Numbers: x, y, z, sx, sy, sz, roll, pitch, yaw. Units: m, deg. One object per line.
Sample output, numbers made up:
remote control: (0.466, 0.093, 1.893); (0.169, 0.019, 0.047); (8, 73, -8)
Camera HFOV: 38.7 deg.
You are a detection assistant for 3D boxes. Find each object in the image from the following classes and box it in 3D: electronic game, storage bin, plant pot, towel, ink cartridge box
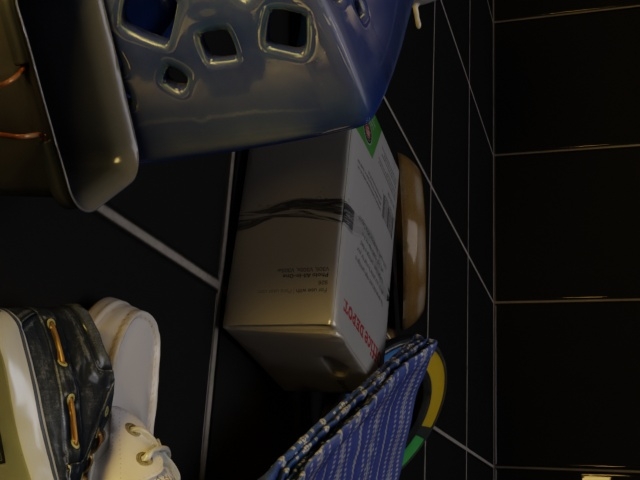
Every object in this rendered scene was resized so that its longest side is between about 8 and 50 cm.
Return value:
electronic game: (0.080, 0.225, 1.170); (0.229, 0.048, 0.229); (-24, 128, -34)
storage bin: (-0.174, -0.082, 0.515); (0.098, 0.091, 0.135); (-57, 140, -61)
plant pot: (0.118, 0.001, 1.205); (0.236, 0.033, 0.236); (-1, 90, -88)
towel: (0.021, 0.261, 0.931); (0.336, 0.040, 0.243); (-31, 137, -52)
ink cartridge box: (0.000, 0.000, 0.991); (0.211, 0.122, 0.289); (59, 33, -58)
plant pot: (-0.080, -0.205, 0.610); (0.236, 0.236, 0.212); (-70, 146, -48)

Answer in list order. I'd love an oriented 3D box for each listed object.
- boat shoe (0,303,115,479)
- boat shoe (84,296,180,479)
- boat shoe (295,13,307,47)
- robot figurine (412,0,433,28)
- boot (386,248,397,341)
boat shoe: (-0.155, 0.126, 0.537); (0.083, 0.065, 0.183); (-4, 83, -57)
boat shoe: (-0.132, 0.166, 0.600); (0.098, 0.096, 0.277); (54, 36, -54)
boat shoe: (0.024, -0.257, 1.135); (0.089, 0.109, 0.258); (31, 61, -73)
robot figurine: (0.127, -0.494, 1.330); (0.300, 0.200, 0.353); (24, 63, -48)
boot: (0.084, 0.097, 1.291); (0.207, 0.090, 0.248); (-38, 120, -66)
